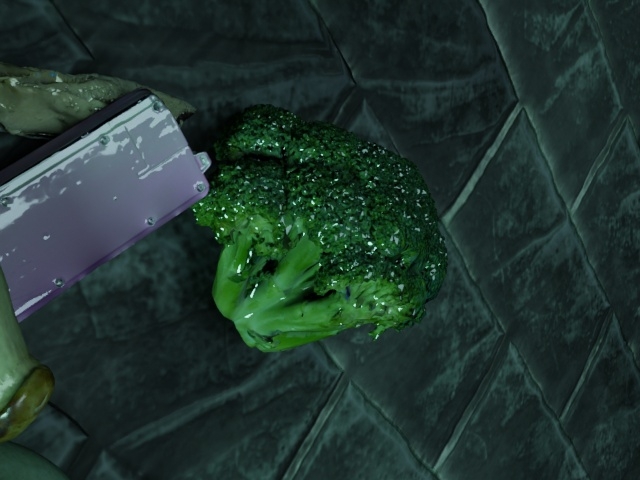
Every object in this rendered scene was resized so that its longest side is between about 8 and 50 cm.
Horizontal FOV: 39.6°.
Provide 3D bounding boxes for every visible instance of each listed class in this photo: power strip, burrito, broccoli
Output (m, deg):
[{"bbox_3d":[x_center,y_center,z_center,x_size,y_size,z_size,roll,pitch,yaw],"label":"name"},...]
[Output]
[{"bbox_3d":[-0.221,-0.018,0.739,0.279,0.037,0.109,-37,122,-19],"label":"power strip"},{"bbox_3d":[-0.206,-0.116,0.773,0.229,0.058,0.063,1,91,-49],"label":"burrito"},{"bbox_3d":[0.000,0.000,0.911,0.245,0.265,0.294,-37,121,5],"label":"broccoli"}]

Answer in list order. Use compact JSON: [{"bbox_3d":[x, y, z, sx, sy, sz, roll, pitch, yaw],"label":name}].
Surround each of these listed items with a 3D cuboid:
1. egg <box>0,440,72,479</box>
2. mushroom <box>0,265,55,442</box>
[{"bbox_3d":[-0.254,0.257,0.696,0.169,0.169,0.237,-43,123,-33],"label":"egg"},{"bbox_3d":[-0.285,-0.012,0.615,0.087,0.107,0.333,-30,102,-47],"label":"mushroom"}]
